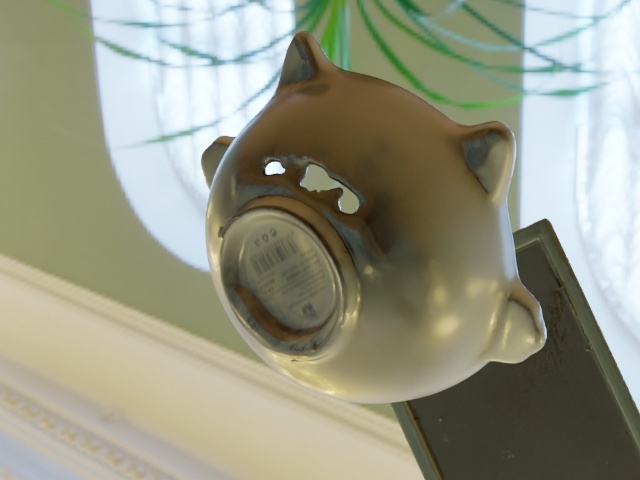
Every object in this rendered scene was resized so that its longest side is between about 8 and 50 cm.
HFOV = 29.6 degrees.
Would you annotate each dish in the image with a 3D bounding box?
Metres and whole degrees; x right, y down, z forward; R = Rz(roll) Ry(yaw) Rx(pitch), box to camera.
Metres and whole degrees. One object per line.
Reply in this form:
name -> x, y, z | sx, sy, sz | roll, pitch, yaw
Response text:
dish -> 0.000, 0.000, 0.688 | 0.236, 0.227, 0.086 | 4, -160, 37

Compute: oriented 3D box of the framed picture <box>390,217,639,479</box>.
framed picture -> 0.187, 0.156, 1.210 | 0.232, 0.296, 0.019 | -25, 176, 19
